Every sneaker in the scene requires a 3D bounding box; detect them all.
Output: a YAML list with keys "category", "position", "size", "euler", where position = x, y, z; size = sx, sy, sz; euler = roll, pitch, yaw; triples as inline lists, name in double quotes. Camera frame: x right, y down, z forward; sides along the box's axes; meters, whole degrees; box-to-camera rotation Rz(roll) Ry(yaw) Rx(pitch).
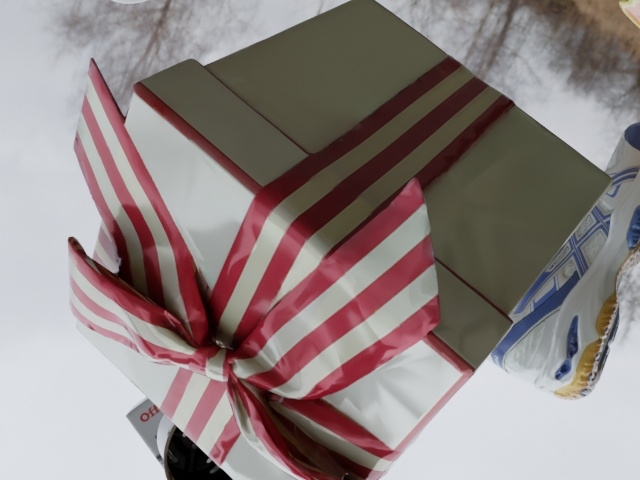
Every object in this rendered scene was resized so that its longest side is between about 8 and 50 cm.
- category: "sneaker"
  position: [0.249, 0.001, 0.789]
  size: [0.131, 0.297, 0.112]
  euler: [20, 165, 29]

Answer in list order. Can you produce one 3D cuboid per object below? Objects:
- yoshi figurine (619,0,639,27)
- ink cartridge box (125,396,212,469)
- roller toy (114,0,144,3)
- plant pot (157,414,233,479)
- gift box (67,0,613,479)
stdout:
- category: "yoshi figurine"
  position: [0.432, -0.262, 0.610]
  size: [0.203, 0.362, 0.203]
  euler: [52, -169, 31]
- category: "ink cartridge box"
  position: [-0.222, 0.386, 1.575]
  size: [0.273, 0.197, 0.114]
  euler: [53, 173, 2]
- category: "roller toy"
  position: [-0.292, -0.477, 1.266]
  size: [0.146, 0.191, 0.209]
  euler: [56, 171, 9]
- category: "plant pot"
  position: [-0.174, 0.311, 1.226]
  size: [0.167, 0.167, 0.165]
  euler: [18, 172, -20]
- category: "gift box"
  position: [0.000, 0.000, 0.506]
  size: [0.255, 0.276, 0.258]
  euler: [36, -135, 15]
